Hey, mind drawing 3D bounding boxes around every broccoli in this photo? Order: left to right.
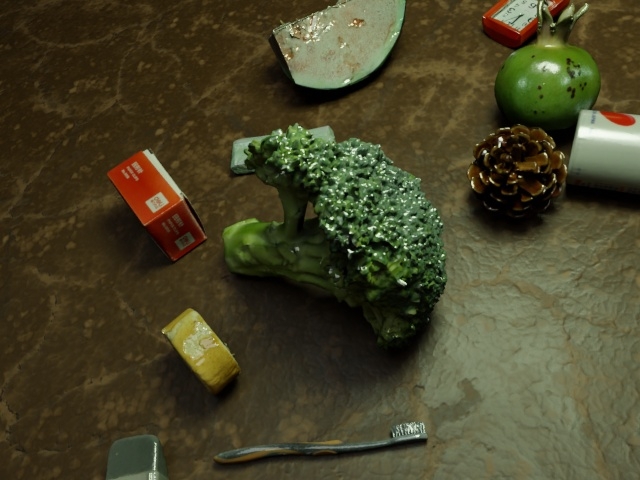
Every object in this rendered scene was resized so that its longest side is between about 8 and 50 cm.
[{"bbox_3d":[0.022,0.028,0.922,0.275,0.397,0.353,-30,78,-41],"label":"broccoli"}]

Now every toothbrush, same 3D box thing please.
[{"bbox_3d":[-0.003,0.303,0.857,0.321,0.023,0.031,-11,48,5],"label":"toothbrush"}]

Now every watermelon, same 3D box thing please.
[{"bbox_3d":[0.049,-0.453,1.262,0.305,0.180,0.224,-28,66,-3],"label":"watermelon"}]

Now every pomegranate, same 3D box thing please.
[{"bbox_3d":[0.411,-0.309,1.047,0.181,0.224,0.181,1,27,-1],"label":"pomegranate"}]

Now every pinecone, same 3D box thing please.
[{"bbox_3d":[0.327,-0.117,0.979,0.173,0.173,0.174,-7,55,10],"label":"pinecone"}]

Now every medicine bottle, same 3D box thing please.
[{"bbox_3d":[0.586,-0.128,0.939,0.341,0.130,0.130,13,60,21],"label":"medicine bottle"}]

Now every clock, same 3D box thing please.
[{"bbox_3d":[0.442,-0.489,1.266,0.155,0.061,0.113,-39,56,-9],"label":"clock"}]

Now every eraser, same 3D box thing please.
[{"bbox_3d":[-0.258,0.449,0.798,0.089,0.061,0.352,-13,54,7],"label":"eraser"}]

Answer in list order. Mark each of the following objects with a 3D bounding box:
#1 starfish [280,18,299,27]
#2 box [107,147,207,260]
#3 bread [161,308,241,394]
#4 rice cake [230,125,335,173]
[{"bbox_3d":[-0.070,-0.521,1.442,0.086,0.016,0.092,15,59,20],"label":"starfish"},{"bbox_3d":[-0.310,-0.069,1.119,0.099,0.133,0.182,-36,54,-13],"label":"box"},{"bbox_3d":[-0.189,0.170,0.933,0.073,0.122,0.149,-39,57,-17],"label":"bread"},{"bbox_3d":[-0.075,-0.189,1.199,0.221,0.042,0.080,-8,50,10],"label":"rice cake"}]
